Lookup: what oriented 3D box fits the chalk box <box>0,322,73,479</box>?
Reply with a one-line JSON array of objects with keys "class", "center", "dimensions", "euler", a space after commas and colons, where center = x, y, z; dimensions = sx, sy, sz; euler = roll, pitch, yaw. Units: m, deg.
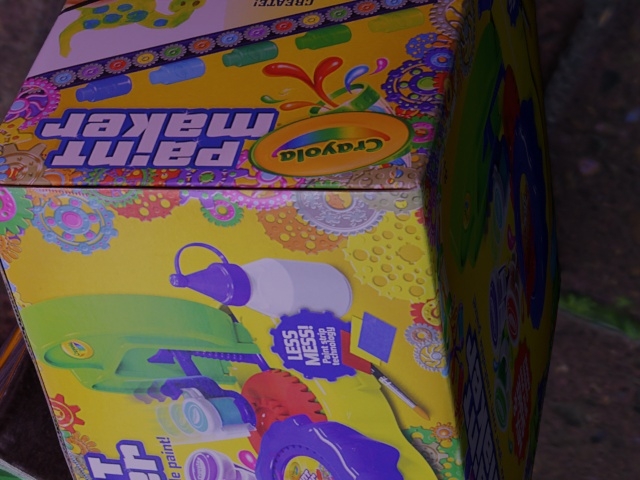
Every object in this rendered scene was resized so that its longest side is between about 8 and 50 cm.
[{"class": "chalk box", "center": [-0.080, 0.171, 1.101], "dimensions": [0.289, 0.180, 0.179], "euler": [32, 131, -12]}]

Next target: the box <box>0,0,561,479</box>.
[{"class": "box", "center": [0.000, 0.000, 0.857], "dimensions": [0.177, 0.279, 0.290], "euler": [1, 132, 15]}]
